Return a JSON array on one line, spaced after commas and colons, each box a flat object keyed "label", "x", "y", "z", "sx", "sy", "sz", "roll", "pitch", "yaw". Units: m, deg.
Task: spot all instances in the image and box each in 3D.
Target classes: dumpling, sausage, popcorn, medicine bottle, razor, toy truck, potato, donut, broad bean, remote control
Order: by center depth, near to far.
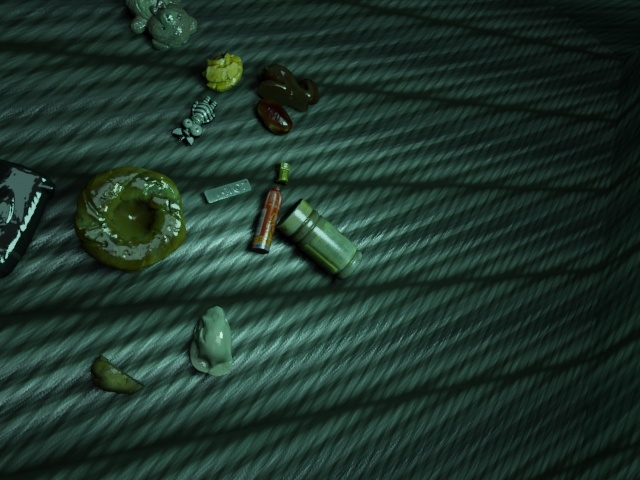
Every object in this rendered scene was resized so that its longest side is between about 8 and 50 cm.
[{"label": "razor", "x": -0.951, "y": -0.065, "z": 1.432, "sx": 0.205, "sy": 0.113, "sz": 0.348, "roll": 25, "pitch": 67, "yaw": -19}, {"label": "potato", "x": -0.632, "y": 0.434, "z": 1.474, "sx": 0.172, "sy": 0.101, "sz": 0.089, "roll": 43, "pitch": 69, "yaw": -13}, {"label": "donut", "x": -0.607, "y": -0.077, "z": 1.570, "sx": 0.361, "sy": 0.170, "sz": 0.360, "roll": 4, "pitch": 82, "yaw": -26}, {"label": "dumpling", "x": -0.369, "y": 0.340, "z": 1.617, "sx": 0.152, "sy": 0.124, "sz": 0.228, "roll": -9, "pitch": 73, "yaw": 10}, {"label": "remote control", "x": -0.345, "y": -0.183, "z": 1.797, "sx": 0.184, "sy": 0.027, "sz": 0.049, "roll": -22, "pitch": 89, "yaw": -32}, {"label": "sausage", "x": -0.196, "y": -0.084, "z": 1.816, "sx": 0.074, "sy": 0.074, "sz": 0.273, "roll": 20, "pitch": 69, "yaw": -20}, {"label": "popcorn", "x": -0.369, "y": -0.637, "z": 1.830, "sx": 0.167, "sy": 0.149, "sz": 0.152, "roll": -60, "pitch": 136, "yaw": -38}, {"label": "medicine bottle", "x": 0.000, "y": 0.000, "z": 1.841, "sx": 0.322, "sy": 0.151, "sz": 0.151, "roll": 41, "pitch": 64, "yaw": -11}, {"label": "toy truck", "x": -0.147, "y": -0.264, "z": 1.891, "sx": 0.049, "sy": 0.054, "sz": 0.083, "roll": 12, "pitch": 72, "yaw": -22}, {"label": "broad bean", "x": -0.182, "y": -0.495, "z": 1.918, "sx": 0.114, "sy": 0.084, "sz": 0.165, "roll": -32, "pitch": 85, "yaw": -44}]

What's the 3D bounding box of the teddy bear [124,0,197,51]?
[{"label": "teddy bear", "x": -0.596, "y": -0.835, "z": 1.769, "sx": 0.236, "sy": 0.151, "sz": 0.267, "roll": -37, "pitch": 92, "yaw": -7}]

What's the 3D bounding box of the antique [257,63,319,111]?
[{"label": "antique", "x": -0.121, "y": -0.621, "z": 1.959, "sx": 0.257, "sy": 0.121, "sz": 0.143, "roll": 15, "pitch": 63, "yaw": -14}]

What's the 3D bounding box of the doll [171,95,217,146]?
[{"label": "doll", "x": -0.457, "y": -0.443, "z": 1.784, "sx": 0.091, "sy": 0.067, "sz": 0.219, "roll": 36, "pitch": 67, "yaw": -18}]
